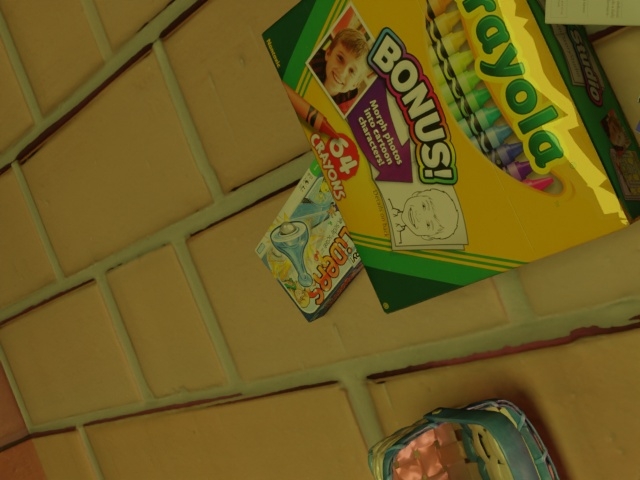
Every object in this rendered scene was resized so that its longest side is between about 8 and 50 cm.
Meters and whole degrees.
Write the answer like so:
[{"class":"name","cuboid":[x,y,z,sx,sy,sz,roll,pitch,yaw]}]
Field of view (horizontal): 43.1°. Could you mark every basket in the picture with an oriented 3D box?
[{"class":"basket","cuboid":[0.178,0.294,0.886,0.289,0.201,0.254,168,82,-77]}]

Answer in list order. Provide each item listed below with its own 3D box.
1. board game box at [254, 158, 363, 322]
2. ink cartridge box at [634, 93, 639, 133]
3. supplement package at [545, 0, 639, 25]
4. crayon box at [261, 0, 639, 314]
[{"class":"board game box","cuboid":[0.000,0.000,1.087,0.136,0.035,0.201,51,133,17]},{"class":"ink cartridge box","cuboid":[0.342,-0.094,0.584,0.206,0.045,0.208,39,148,25]},{"class":"supplement package","cuboid":[0.293,-0.234,0.670,0.179,0.105,0.105,15,116,40]},{"class":"crayon box","cuboid":[0.131,-0.139,0.859,0.313,0.106,0.363,-27,86,46]}]
